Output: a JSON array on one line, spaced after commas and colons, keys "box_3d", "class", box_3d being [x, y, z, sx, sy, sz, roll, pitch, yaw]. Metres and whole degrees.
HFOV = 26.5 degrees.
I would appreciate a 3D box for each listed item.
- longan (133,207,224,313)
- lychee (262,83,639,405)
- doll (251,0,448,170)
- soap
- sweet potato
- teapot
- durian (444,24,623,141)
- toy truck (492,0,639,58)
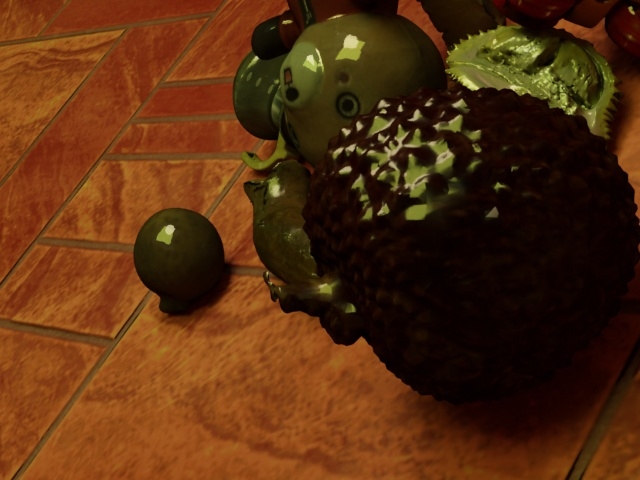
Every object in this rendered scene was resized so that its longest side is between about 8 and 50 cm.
[{"box_3d": [-0.156, 0.024, 1.496, 0.106, 0.106, 0.119, 15, 100, 54], "class": "longan"}, {"box_3d": [0.105, 0.005, 1.085, 0.300, 0.264, 0.264, -19, 32, -2], "class": "lychee"}, {"box_3d": [0.024, -0.217, 1.421, 0.174, 0.330, 0.235, -14, -3, -40], "class": "doll"}, {"box_3d": [0.154, -0.332, 1.567, 0.076, 0.135, 0.233, -23, 35, 27], "class": "soap"}, {"box_3d": [-0.005, -0.003, 1.362, 0.112, 0.085, 0.286, -55, 32, 0], "class": "sweet potato"}, {"box_3d": [-0.041, -0.153, 1.581, 0.119, 0.130, 0.166, 42, 116, 44], "class": "teapot"}, {"box_3d": [0.217, -0.122, 1.288, 0.146, 0.102, 0.208, -26, 55, -10], "class": "durian"}, {"box_3d": [0.288, -0.315, 1.308, 0.239, 0.264, 0.189, -87, 18, -49], "class": "toy truck"}]
